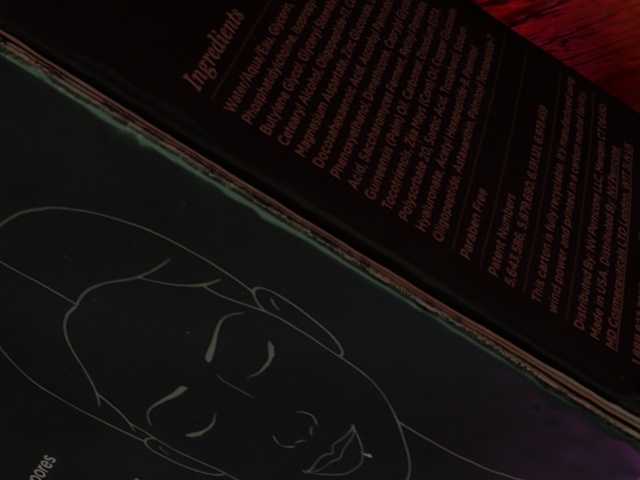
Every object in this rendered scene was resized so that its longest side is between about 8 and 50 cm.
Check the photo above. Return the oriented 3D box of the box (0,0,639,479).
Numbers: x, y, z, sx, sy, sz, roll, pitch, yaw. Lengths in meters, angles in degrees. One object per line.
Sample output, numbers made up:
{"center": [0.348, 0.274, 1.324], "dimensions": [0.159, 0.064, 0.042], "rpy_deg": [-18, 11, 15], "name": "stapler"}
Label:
{"center": [-0.082, 0.034, 0.765], "dimensions": [0.472, 0.297, 0.480], "rpy_deg": [31, 133, -11], "name": "box"}
